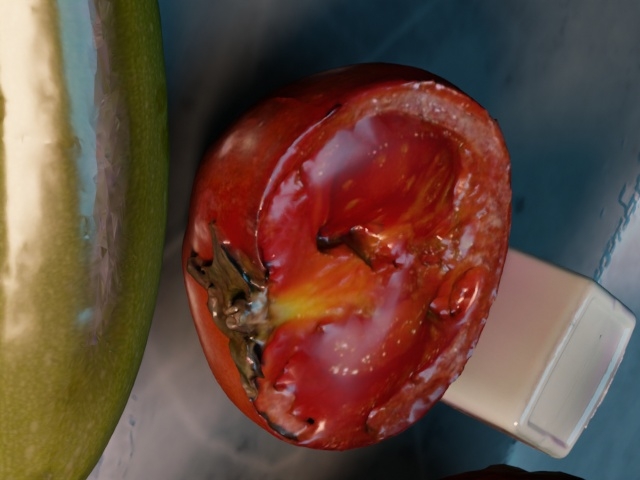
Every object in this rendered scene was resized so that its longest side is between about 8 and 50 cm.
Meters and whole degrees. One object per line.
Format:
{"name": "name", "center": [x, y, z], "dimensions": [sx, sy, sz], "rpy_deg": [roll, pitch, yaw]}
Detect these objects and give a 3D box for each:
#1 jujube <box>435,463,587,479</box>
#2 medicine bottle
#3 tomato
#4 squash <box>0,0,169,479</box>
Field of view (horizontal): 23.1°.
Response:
{"name": "jujube", "center": [0.053, 0.281, 0.679], "dimensions": [0.276, 0.276, 0.376], "rpy_deg": [38, 71, -47]}
{"name": "medicine bottle", "center": [0.070, 0.038, 0.692], "dimensions": [0.055, 0.118, 0.074], "rpy_deg": [32, 83, -48]}
{"name": "tomato", "center": [0.000, 0.000, 0.625], "dimensions": [0.139, 0.091, 0.159], "rpy_deg": [-20, 120, -32]}
{"name": "squash", "center": [-0.095, -0.022, 0.522], "dimensions": [0.094, 0.094, 0.340], "rpy_deg": [-17, 117, -40]}
